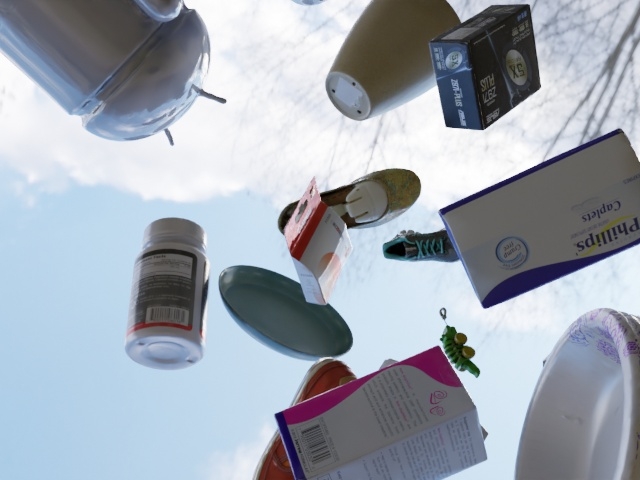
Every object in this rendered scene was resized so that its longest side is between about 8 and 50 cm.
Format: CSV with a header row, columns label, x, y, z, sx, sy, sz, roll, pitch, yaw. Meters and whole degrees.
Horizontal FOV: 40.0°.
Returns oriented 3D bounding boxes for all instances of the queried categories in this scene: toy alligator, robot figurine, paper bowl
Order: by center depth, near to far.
label,x,y,z,sx,sy,sz,roll,pitch,yaw
paper bowl,0.304,0.218,0.858,0.148,0.284,0.284,14,-141,-2
robot figurine,-0.274,-0.260,1.047,0.353,0.300,0.200,43,-121,-17
toy alligator,0.283,0.222,1.897,0.051,0.056,0.190,-5,-133,-26

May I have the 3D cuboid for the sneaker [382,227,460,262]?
label,x,y,z,sx,sy,sz,roll,pitch,yaw
sneaker,0.173,0.014,1.454,0.166,0.065,0.076,-7,-174,42

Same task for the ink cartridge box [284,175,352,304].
label,x,y,z,sx,sy,sz,roll,pitch,yaw
ink cartridge box,0.000,0.000,1.532,0.045,0.179,0.145,8,-133,23

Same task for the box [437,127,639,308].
label,x,y,z,sx,sy,sz,roll,pitch,yaw
box,0.158,-0.012,0.597,0.072,0.126,0.137,66,-167,6

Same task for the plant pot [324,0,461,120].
label,x,y,z,sx,sy,sz,roll,pitch,yaw
plant pot,0.140,-0.394,1.938,0.256,0.257,0.274,34,-120,20

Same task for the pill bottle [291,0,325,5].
label,x,y,z,sx,sy,sz,roll,pitch,yaw
pill bottle,-0.042,-0.353,1.005,0.124,0.124,0.221,33,-179,18

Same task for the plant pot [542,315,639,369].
label,x,y,z,sx,sy,sz,roll,pitch,yaw
plant pot,0.447,0.223,1.350,0.187,0.188,0.167,-25,-89,-49

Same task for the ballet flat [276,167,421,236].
label,x,y,z,sx,sy,sz,roll,pitch,yaw
ballet flat,0.054,-0.071,1.945,0.348,0.123,0.123,-14,-150,27

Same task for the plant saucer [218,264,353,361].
label,x,y,z,sx,sy,sz,roll,pitch,yaw
plant saucer,-0.079,0.159,1.853,0.317,0.044,0.318,27,-161,-10

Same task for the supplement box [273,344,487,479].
label,x,y,z,sx,sy,sz,roll,pitch,yaw
supplement box,0.073,0.234,1.050,0.219,0.114,0.111,-23,-141,-3

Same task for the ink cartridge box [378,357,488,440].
label,x,y,z,sx,sy,sz,roll,pitch,yaw
ink cartridge box,0.201,0.327,1.671,0.148,0.203,0.086,7,-126,52

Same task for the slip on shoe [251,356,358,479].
label,x,y,z,sx,sy,sz,roll,pitch,yaw
slip on shoe,-0.020,0.352,1.401,0.123,0.332,0.101,24,-179,-37

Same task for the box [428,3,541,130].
label,x,y,z,sx,sy,sz,roll,pitch,yaw
box,0.267,-0.279,1.406,0.077,0.148,0.180,12,-143,44

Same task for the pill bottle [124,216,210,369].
label,x,y,z,sx,sy,sz,roll,pitch,yaw
pill bottle,-0.307,0.106,1.799,0.161,0.161,0.283,7,-126,-12
